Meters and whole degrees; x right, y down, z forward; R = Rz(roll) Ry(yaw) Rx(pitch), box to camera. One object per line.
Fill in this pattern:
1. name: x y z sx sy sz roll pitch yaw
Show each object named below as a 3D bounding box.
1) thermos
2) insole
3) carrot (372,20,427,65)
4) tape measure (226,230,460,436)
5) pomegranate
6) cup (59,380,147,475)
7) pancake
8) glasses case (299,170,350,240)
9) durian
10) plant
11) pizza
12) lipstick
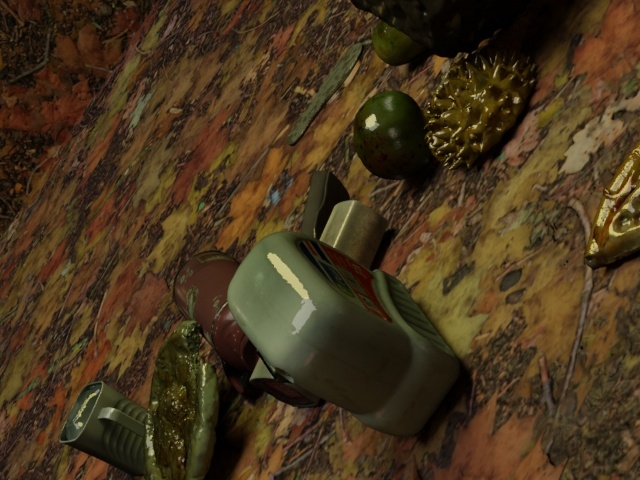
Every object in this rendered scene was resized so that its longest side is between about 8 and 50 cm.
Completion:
1. thermos: -0.114 0.113 2.052 0.136 0.109 0.330 -58 22 1
2. insole: 0.006 -0.225 2.385 0.193 0.006 0.065 -54 22 12
3. carrot: 0.202 -0.357 2.058 0.358 0.074 0.074 -41 27 31
4. tape measure: 0.018 0.096 1.640 0.125 0.246 0.243 -58 27 11
5. pomegranate: 0.108 -0.137 1.927 0.142 0.114 0.114 -22 31 10
6. cup: -0.286 0.265 2.195 0.128 0.129 0.095 -19 44 58
7. pancake: -0.186 0.234 2.035 0.253 0.037 0.253 -172 90 -66
8. glasses case: 0.000 -0.001 2.014 0.042 0.072 0.190 -11 44 24
9. durian: 0.191 -0.193 1.838 0.140 0.078 0.224 -17 43 61
10. plant: 0.115 -0.386 1.877 0.215 0.312 0.213 -31 -27 -19
11. pizza: 0.313 -0.038 1.425 0.184 0.036 0.176 -55 22 9
12. lipstick: 0.005 0.075 1.890 0.079 0.077 0.253 -13 48 61
